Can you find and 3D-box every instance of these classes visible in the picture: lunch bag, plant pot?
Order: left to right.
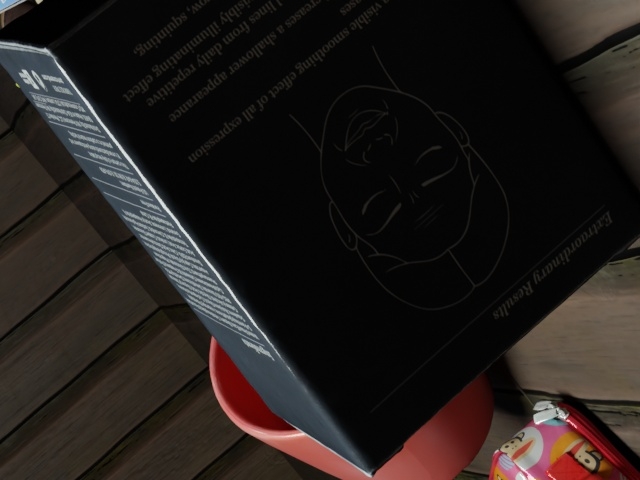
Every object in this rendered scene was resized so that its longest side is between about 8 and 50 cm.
[{"bbox_3d":[0.052,0.145,1.973,0.275,0.275,0.243,37,173,45],"label":"plant pot"},{"bbox_3d":[0.300,0.307,1.866,0.293,0.120,0.258,45,166,20],"label":"lunch bag"}]

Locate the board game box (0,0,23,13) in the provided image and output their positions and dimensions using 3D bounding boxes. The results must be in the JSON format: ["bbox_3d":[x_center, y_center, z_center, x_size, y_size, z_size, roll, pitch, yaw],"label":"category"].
[{"bbox_3d":[-0.419,-0.428,2.007,0.232,0.141,0.291,59,176,39],"label":"board game box"}]

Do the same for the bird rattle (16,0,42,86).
[{"bbox_3d":[-0.212,-0.176,1.882,0.207,0.143,0.253,55,-173,36],"label":"bird rattle"}]

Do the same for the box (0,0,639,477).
[{"bbox_3d":[0.000,-0.080,1.359,0.395,0.293,0.212,54,167,-18],"label":"box"}]

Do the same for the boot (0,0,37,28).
[{"bbox_3d":[-0.340,-0.253,2.581,0.248,0.090,0.207,55,155,-18],"label":"boot"}]
